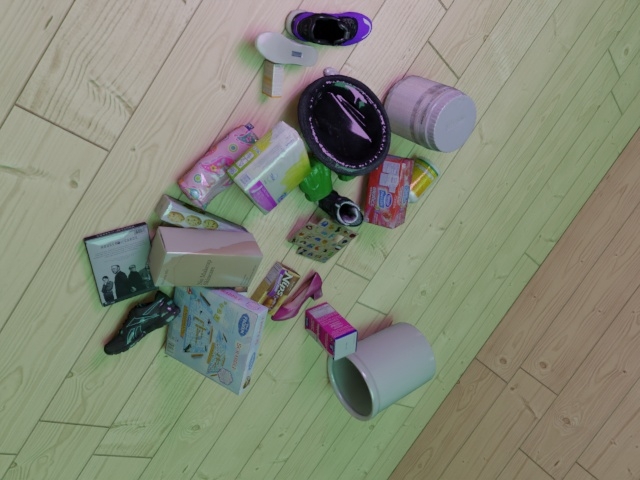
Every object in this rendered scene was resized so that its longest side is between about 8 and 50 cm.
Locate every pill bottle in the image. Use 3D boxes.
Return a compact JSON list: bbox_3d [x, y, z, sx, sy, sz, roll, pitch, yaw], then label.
[{"bbox_3d":[0.366,-0.222,2.077,0.208,0.118,0.117,-48,135,-3],"label":"pill bottle"}]

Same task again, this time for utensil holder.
[{"bbox_3d":[0.278,0.576,2.370,0.386,0.328,0.327,-21,128,-30],"label":"utensil holder"}]

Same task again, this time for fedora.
[{"bbox_3d":[0.061,-0.354,1.685,0.335,0.152,0.333,2,83,-19],"label":"fedora"}]

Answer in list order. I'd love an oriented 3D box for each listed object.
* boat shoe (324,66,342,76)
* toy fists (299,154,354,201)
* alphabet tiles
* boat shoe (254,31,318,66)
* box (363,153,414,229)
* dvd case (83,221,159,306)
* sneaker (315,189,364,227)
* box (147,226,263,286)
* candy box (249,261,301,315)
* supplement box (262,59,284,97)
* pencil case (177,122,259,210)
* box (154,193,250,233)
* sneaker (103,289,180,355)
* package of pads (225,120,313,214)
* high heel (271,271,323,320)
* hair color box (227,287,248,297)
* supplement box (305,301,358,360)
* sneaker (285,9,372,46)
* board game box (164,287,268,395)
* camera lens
[{"bbox_3d":[0.055,-0.529,1.702,0.100,0.035,0.035,23,101,-44],"label":"boat shoe"},{"bbox_3d":[0.034,-0.259,1.818,0.279,0.096,0.142,-33,139,-20],"label":"toy fists"},{"bbox_3d":[0.000,0.000,1.952,0.237,0.009,0.198,21,128,-43],"label":"alphabet tiles"},{"bbox_3d":[-0.111,-0.552,1.526,0.228,0.081,0.079,-3,111,-45],"label":"boat shoe"},{"bbox_3d":[0.256,-0.186,1.966,0.123,0.128,0.256,-25,126,-55],"label":"box"},{"bbox_3d":[-0.593,0.073,1.583,0.180,0.030,0.238,-19,126,-28],"label":"dvd case"},{"bbox_3d":[0.099,-0.095,1.924,0.269,0.153,0.101,31,96,-45],"label":"sneaker"},{"bbox_3d":[-0.354,0.054,1.617,0.311,0.121,0.147,2,129,-34],"label":"box"},{"bbox_3d":[-0.169,0.180,1.961,0.186,0.053,0.109,-53,135,4],"label":"candy box"},{"bbox_3d":[-0.141,-0.481,1.562,0.036,0.062,0.098,-12,124,-31],"label":"supplement box"},{"bbox_3d":[-0.290,-0.221,1.571,0.284,0.124,0.124,-42,134,-7],"label":"pencil case"},{"bbox_3d":[-0.363,-0.053,1.657,0.324,0.063,0.067,26,101,-44],"label":"box"},{"bbox_3d":[-0.585,0.264,1.683,0.267,0.101,0.106,-34,103,-7],"label":"sneaker"},{"bbox_3d":[-0.139,-0.211,1.584,0.229,0.101,0.296,-44,168,-3],"label":"package of pads"},{"bbox_3d":[-0.094,0.216,2.024,0.244,0.082,0.117,-25,125,-21],"label":"high heel"},{"bbox_3d":[-0.329,0.168,1.811,0.167,0.053,0.093,-10,123,-46],"label":"hair color box"},{"bbox_3d":[0.040,0.363,2.120,0.114,0.220,0.111,-17,125,-28],"label":"supplement box"},{"bbox_3d":[0.056,-0.623,1.565,0.294,0.146,0.102,-14,124,-31],"label":"sneaker"},{"bbox_3d":[-0.349,0.299,1.720,0.066,0.318,0.318,-29,139,-60],"label":"board game box"},{"bbox_3d":[0.373,-0.443,1.833,0.220,0.274,0.219,-20,127,-28],"label":"camera lens"}]
